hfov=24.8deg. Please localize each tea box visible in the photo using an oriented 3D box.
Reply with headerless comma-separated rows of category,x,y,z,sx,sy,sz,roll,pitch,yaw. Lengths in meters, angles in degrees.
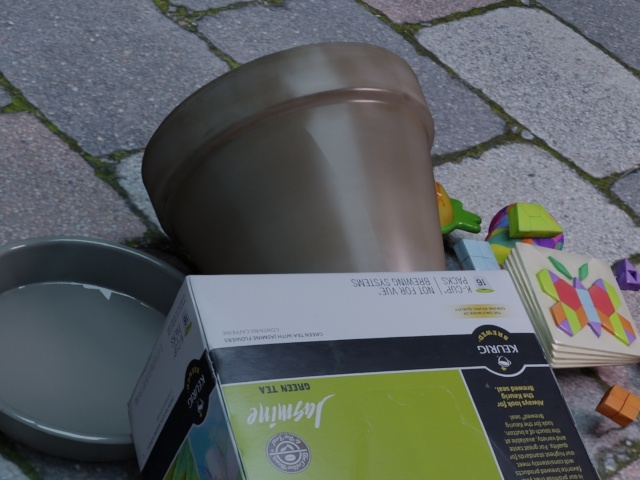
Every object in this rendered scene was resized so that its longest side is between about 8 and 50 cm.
tea box,0.040,0.215,1.273,0.329,0.220,0.324,0,51,-26

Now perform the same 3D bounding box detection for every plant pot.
plant pot,0.000,0.000,1.537,0.323,0.323,0.280,-4,61,-30

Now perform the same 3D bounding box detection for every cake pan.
cake pan,-0.232,0.108,1.457,0.293,0.054,0.293,13,37,-10

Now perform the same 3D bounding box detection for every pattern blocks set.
pattern blocks set,0.295,0.077,1.661,0.324,0.026,0.285,-8,63,-48

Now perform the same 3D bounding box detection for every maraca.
maraca,0.114,-0.039,1.775,0.185,0.099,0.127,3,30,-36

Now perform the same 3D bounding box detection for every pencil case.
pencil case,0.211,0.044,1.716,0.104,0.104,0.236,29,37,11
